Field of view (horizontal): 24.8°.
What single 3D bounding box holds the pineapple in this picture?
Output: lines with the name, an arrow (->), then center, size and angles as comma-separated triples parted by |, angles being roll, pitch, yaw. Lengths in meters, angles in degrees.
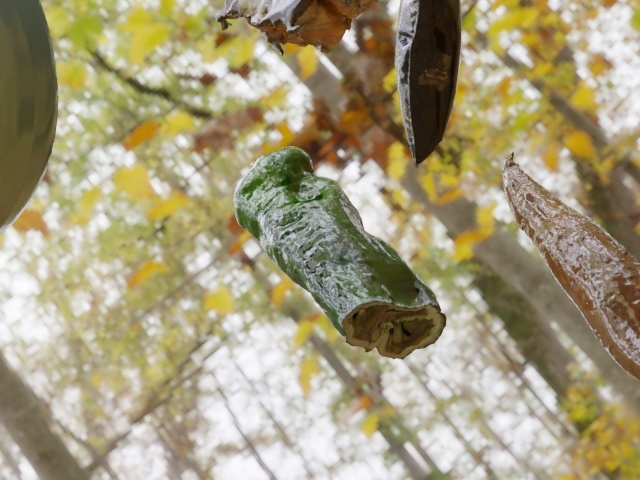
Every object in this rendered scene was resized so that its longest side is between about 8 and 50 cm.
pineapple -> 0.006, -0.205, 0.856 | 0.047, 0.221, 0.221 | 24, -65, -33

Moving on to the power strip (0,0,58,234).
power strip -> -0.227, -0.118, 0.762 | 0.167, 0.253, 0.054 | -35, -4, 33

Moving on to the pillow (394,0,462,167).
pillow -> 0.076, -0.137, 1.040 | 0.048, 0.090, 0.150 | -3, -55, -1

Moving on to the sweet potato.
sweet potato -> 0.243, 0.031, 1.249 | 0.072, 0.314, 0.066 | -22, -39, -8

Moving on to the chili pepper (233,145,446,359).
chili pepper -> 0.000, 0.000, 1.432 | 0.136, 0.270, 0.099 | -4, -47, -38
